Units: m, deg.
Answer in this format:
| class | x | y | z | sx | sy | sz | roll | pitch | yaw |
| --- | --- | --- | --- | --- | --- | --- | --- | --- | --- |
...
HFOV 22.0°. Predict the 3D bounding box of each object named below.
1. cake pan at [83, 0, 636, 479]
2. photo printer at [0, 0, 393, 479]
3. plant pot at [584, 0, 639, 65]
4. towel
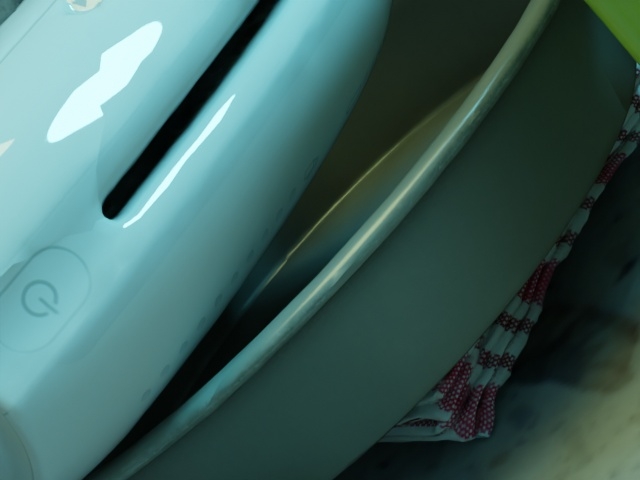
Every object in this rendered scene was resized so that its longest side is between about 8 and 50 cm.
| class | x | y | z | sx | sy | sz | roll | pitch | yaw |
| --- | --- | --- | --- | --- | --- | --- | --- | --- | --- |
| cake pan | 0.000 | 0.000 | 0.593 | 0.293 | 0.054 | 0.293 | -44 | 13 | 13 |
| photo printer | -0.109 | 0.000 | 0.583 | 0.307 | 0.107 | 0.256 | -31 | 21 | 50 |
| plant pot | 0.162 | -0.168 | 0.410 | 0.228 | 0.227 | 0.207 | -35 | 12 | 35 |
| towel | 0.053 | 0.003 | 0.602 | 0.144 | 0.029 | 0.197 | -26 | 25 | 56 |
